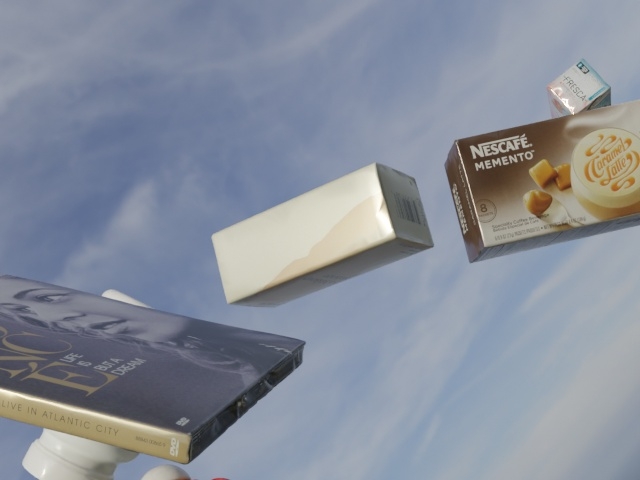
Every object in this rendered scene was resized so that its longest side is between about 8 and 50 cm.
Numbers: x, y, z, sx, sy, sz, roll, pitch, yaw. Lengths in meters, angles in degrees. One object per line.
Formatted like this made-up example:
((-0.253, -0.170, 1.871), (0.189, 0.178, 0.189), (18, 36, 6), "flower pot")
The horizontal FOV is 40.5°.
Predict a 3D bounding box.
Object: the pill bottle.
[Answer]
((-0.308, 0.225, 1.269), (0.278, 0.162, 0.162), (-64, -20, -11), "pill bottle")

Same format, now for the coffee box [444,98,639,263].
((0.292, -0.072, 1.072), (0.246, 0.141, 0.098), (-12, -12, -4), "coffee box")

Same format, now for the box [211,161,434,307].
((0.000, 0.000, 1.351), (0.311, 0.121, 0.148), (-23, -17, 28), "box")

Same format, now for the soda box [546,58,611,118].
((0.360, -0.176, 1.197), (0.063, 0.058, 0.183), (-38, -22, 6), "soda box")

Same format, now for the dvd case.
((-0.135, 0.053, 0.447), (0.164, 0.221, 0.018), (-25, -57, -73), "dvd case")

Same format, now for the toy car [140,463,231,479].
((-0.155, 0.377, 1.165), (0.136, 0.159, 0.182), (-25, -29, -7), "toy car")
